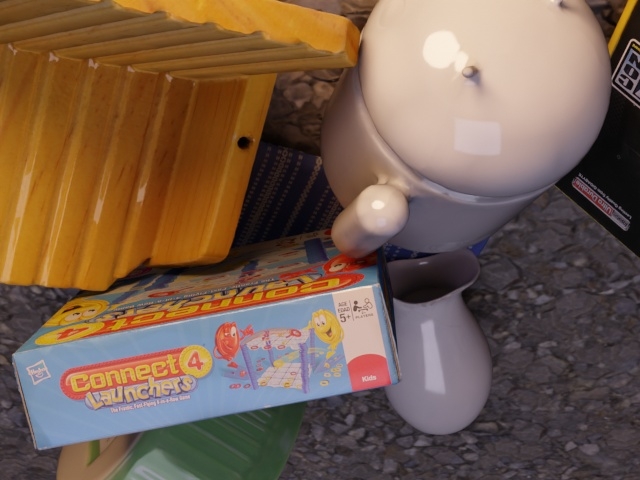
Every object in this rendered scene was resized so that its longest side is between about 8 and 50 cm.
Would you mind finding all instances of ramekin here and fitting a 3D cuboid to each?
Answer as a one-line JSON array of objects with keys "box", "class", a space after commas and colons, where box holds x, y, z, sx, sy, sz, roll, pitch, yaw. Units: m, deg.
[{"box": [-0.165, 0.210, 1.324, 0.148, 0.303, 0.303, 36, 128, -22], "class": "ramekin"}]

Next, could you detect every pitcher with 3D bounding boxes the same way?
[{"box": [0.099, 0.112, 1.295, 0.178, 0.125, 0.207, 2, 127, 19], "class": "pitcher"}]

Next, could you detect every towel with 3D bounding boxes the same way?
[{"box": [0.000, 0.000, 1.279, 0.336, 0.040, 0.243, 14, 135, -15], "class": "towel"}]

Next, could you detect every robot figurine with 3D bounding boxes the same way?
[{"box": [0.114, -0.110, 0.973, 0.200, 0.300, 0.353, 35, 163, 0], "class": "robot figurine"}]

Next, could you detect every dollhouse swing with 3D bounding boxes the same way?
[{"box": [-0.182, -0.067, 0.914, 0.347, 0.305, 0.315, 6, 106, -36], "class": "dollhouse swing"}]

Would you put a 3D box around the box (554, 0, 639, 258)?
[{"box": [0.373, -0.055, 1.014, 0.079, 0.322, 0.257, -26, 150, -34], "class": "box"}]

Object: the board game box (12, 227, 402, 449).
[{"box": [-0.087, 0.075, 1.074, 0.308, 0.302, 0.086, -11, 100, 4], "class": "board game box"}]
